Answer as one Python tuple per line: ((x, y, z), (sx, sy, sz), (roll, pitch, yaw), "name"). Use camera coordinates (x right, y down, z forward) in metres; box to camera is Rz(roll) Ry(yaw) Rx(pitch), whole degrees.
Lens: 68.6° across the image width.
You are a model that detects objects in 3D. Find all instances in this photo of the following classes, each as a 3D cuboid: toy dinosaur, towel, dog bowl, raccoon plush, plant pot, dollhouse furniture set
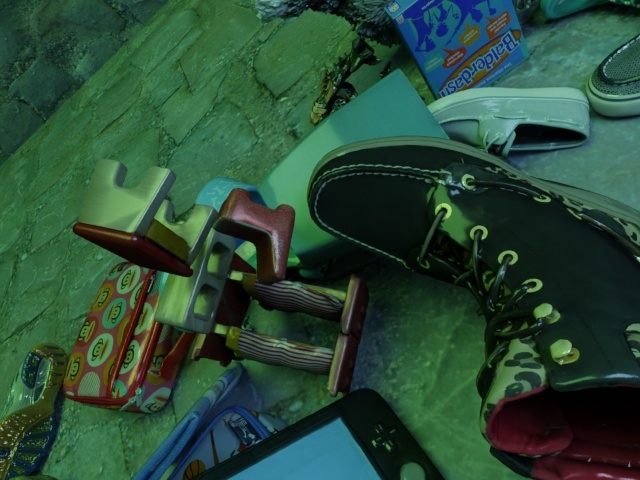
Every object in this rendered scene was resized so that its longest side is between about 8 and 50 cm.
((0.044, -0.250, 0.873), (0.218, 0.164, 0.322), (-45, 59, 26), "toy dinosaur")
((-0.193, 0.275, 0.641), (0.034, 0.285, 0.209), (39, 87, 2), "towel")
((-0.170, 0.024, 0.840), (0.074, 0.166, 0.298), (4, 64, 30), "dog bowl")
((0.145, -0.417, 0.784), (0.446, 0.216, 0.299), (-32, 32, -18), "raccoon plush")
((0.045, -0.075, 0.647), (0.234, 0.166, 0.166), (-31, 79, -1), "plant pot")
((-0.076, 0.073, 0.526), (0.201, 0.374, 0.152), (9, 73, 17), "dollhouse furniture set")

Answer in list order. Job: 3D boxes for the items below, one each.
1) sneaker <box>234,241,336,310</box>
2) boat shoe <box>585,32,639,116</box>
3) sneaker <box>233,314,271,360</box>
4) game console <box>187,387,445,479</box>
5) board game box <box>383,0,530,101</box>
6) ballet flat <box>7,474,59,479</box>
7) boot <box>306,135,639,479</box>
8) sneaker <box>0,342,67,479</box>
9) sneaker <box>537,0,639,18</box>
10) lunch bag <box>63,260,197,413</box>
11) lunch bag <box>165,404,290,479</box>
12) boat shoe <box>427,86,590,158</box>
((0.000, 0.000, 0.769), (0.302, 0.108, 0.121), (-37, 63, 6), "sneaker")
((0.473, -0.290, 0.535), (0.340, 0.158, 0.127), (-29, 47, 20), "boat shoe")
((-0.117, 0.156, 0.789), (0.098, 0.038, 0.069), (-22, 51, 26), "sneaker")
((0.014, 0.250, 0.415), (0.293, 0.174, 0.250), (-19, 48, -27), "game console")
((0.217, -0.320, 0.726), (0.160, 0.210, 0.047), (-34, 46, 16), "board game box")
((-0.601, 0.522, 0.872), (0.348, 0.123, 0.123), (-31, 46, 22), "ballet flat")
((0.150, 0.038, 0.414), (0.284, 0.377, 0.138), (-71, -2, -56), "boot")
((-0.640, 0.381, 1.027), (0.131, 0.111, 0.297), (-31, 42, 43), "sneaker")
((0.453, -0.380, 0.663), (0.275, 0.107, 0.110), (-6, 71, 39), "sneaker")
((-0.343, 0.179, 0.907), (0.258, 0.120, 0.293), (-7, 59, 31), "lunch bag")
((-0.105, 0.374, 0.577), (0.243, 0.115, 0.303), (32, 85, 44), "lunch bag")
((0.250, -0.155, 0.641), (0.227, 0.079, 0.081), (-2, 64, 9), "boat shoe")
